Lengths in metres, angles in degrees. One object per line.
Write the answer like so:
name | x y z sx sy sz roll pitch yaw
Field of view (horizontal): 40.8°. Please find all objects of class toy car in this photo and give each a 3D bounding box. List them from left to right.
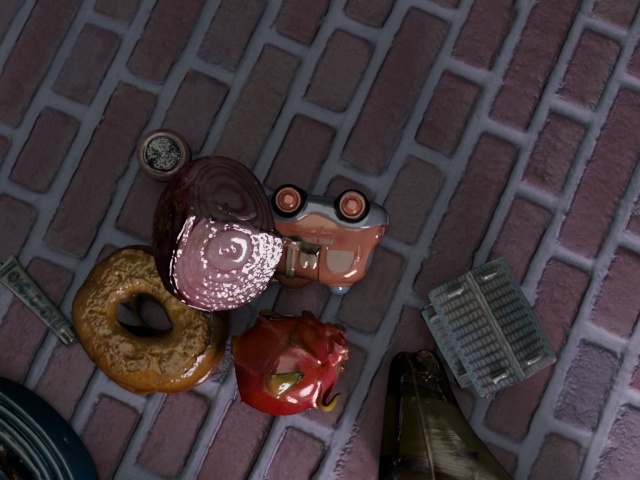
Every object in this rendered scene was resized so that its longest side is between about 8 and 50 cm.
toy car | 0.000 0.000 1.738 0.270 0.180 0.213 5 91 3

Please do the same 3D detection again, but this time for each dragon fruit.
dragon fruit | -0.059 0.234 1.673 0.227 0.224 0.224 -3 80 -5

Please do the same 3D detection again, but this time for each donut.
donut | -0.342 0.157 1.729 0.317 0.150 0.299 3 78 2

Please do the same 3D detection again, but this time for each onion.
onion | -0.204 -0.020 1.609 0.256 0.272 0.230 -44 44 12

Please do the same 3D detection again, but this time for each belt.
belt | -0.636 0.452 1.674 0.436 0.173 0.300 43 87 8

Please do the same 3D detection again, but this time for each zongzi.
zongzi | 0.275 0.362 1.652 0.317 0.154 0.290 4 79 17

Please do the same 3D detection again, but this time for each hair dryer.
hair dryer | -0.259 -0.065 1.764 0.106 0.189 0.344 -29 96 -6

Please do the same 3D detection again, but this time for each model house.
model house | 0.322 0.173 1.674 0.198 0.215 0.224 -25 81 -1

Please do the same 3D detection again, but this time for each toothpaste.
toothpaste | -0.592 0.127 1.795 0.239 0.039 0.062 44 80 10
